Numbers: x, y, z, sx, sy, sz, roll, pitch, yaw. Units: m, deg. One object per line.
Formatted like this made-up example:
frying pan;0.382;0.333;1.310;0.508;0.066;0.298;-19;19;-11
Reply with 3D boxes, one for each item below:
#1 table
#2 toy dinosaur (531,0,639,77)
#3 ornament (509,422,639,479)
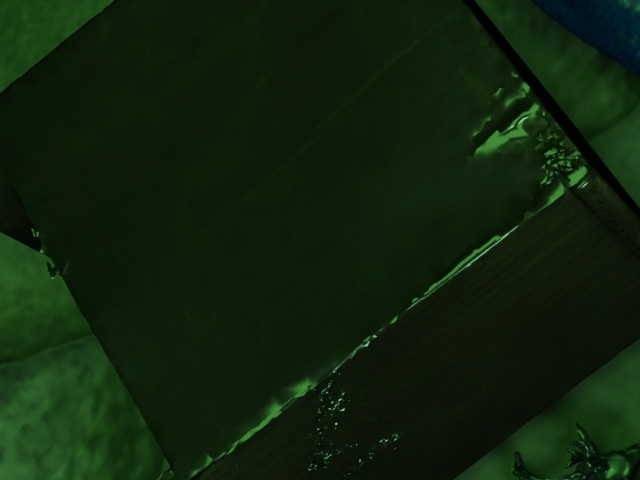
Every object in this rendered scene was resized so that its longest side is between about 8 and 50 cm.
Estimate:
table;0.000;0.000;0.675;0.193;0.172;0.169;-39;63;9
toy dinosaur;0.098;-0.079;0.693;0.247;0.075;0.188;14;80;9
ornament;0.116;0.115;0.670;0.125;0.028;0.073;29;91;27
